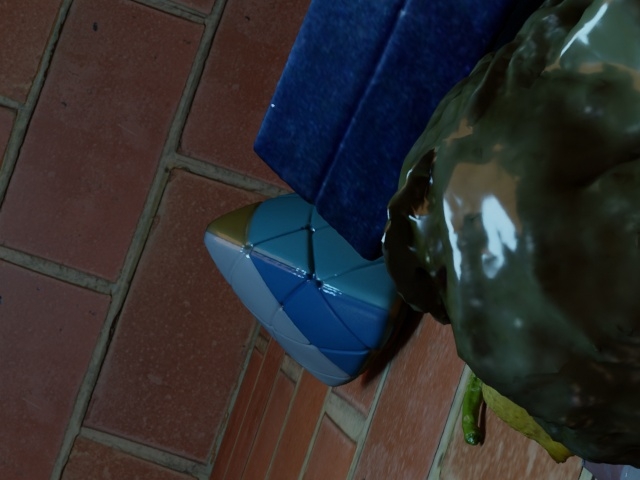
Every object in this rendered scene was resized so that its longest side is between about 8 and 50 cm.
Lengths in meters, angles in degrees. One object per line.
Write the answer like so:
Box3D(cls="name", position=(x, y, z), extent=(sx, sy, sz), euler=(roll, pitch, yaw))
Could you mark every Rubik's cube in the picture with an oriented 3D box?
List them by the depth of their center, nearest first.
Box3D(cls="Rubik's cube", position=(0.000, 0.000, 1.410), extent=(0.254, 0.254, 0.254), euler=(-161, 90, -84))

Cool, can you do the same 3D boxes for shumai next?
Box3D(cls="shumai", position=(0.163, -0.041, 0.492), extent=(0.218, 0.189, 0.256), euler=(-42, 6, 40))

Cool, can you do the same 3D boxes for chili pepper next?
Box3D(cls="chili pepper", position=(0.118, 0.115, 0.963), extent=(0.030, 0.017, 0.083), euler=(121, 164, -58))

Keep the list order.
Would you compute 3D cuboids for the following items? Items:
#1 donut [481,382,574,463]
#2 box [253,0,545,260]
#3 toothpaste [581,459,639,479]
Box3D(cls="donut", position=(0.139, 0.044, 0.716), extent=(0.152, 0.058, 0.152), euler=(-63, -2, -5))
Box3D(cls="box", position=(0.121, -0.155, 0.702), extent=(0.279, 0.116, 0.261), euler=(-34, -19, -39))
Box3D(cls="toothpaste", position=(0.152, 0.101, 0.618), extent=(0.194, 0.043, 0.067), euler=(-61, -8, -84))
